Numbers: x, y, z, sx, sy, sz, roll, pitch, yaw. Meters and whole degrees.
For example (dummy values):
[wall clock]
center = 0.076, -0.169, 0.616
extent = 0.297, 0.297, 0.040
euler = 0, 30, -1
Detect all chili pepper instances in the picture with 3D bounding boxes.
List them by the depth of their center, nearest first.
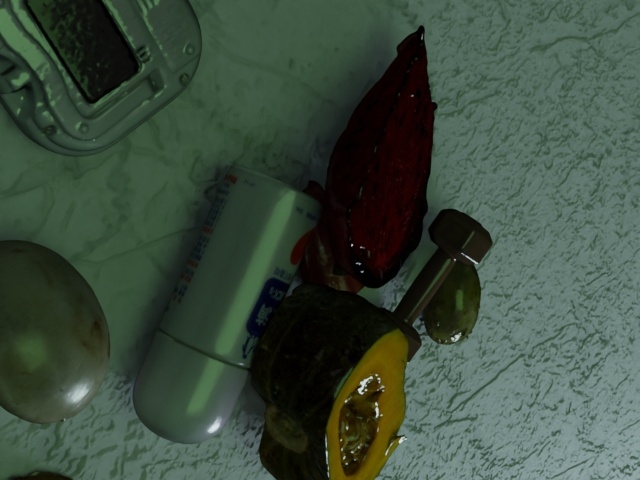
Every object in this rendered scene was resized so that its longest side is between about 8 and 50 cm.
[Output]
[chili pepper]
center = 0.004, -0.001, 1.491
extent = 0.088, 0.065, 0.168
euler = -25, 113, -29

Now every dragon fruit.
[dragon fruit]
center = 0.073, -0.071, 1.461
extent = 0.282, 0.100, 0.343
euler = 70, 34, -48

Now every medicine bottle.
[medicine bottle]
center = -0.121, 0.085, 1.377
extent = 0.130, 0.130, 0.341
euler = 27, 86, -38

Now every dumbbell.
[dumbbell]
center = 0.147, 0.063, 1.572
extent = 0.231, 0.092, 0.082
euler = -55, 159, 3

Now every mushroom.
[mushroom]
center = -0.342, 0.110, 1.202
extent = 0.215, 0.207, 0.207
euler = -23, 120, 5

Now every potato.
[potato]
center = 0.198, 0.087, 1.646
extent = 0.091, 0.070, 0.138
euler = -3, 109, -59

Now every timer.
[timer]
center = -0.256, -0.233, 1.218
extent = 0.237, 0.087, 0.262
euler = -42, 122, -19

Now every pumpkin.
[pumpkin]
center = 0.023, 0.189, 1.451
extent = 0.222, 0.139, 0.317
euler = -44, 144, -35

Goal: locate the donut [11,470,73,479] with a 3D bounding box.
[donut]
center = -0.338, 0.425, 1.325
extent = 0.278, 0.108, 0.277
euler = -11, 109, -34
